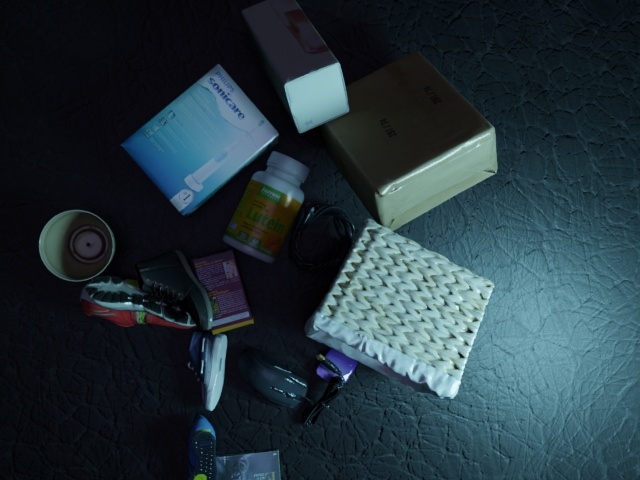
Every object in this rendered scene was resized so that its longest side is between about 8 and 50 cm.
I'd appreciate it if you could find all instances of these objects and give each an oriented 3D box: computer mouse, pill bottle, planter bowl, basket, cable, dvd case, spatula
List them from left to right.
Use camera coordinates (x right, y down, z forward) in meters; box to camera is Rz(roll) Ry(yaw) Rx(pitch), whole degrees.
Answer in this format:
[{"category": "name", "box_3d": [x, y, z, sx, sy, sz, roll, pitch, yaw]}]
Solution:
[{"category": "planter bowl", "box_3d": [-0.555, 0.011, 1.364, 0.162, 0.109, 0.162, 0, 90, -6]}, {"category": "dvd case", "box_3d": [-0.179, 0.642, 1.462, 0.165, 0.018, 0.221, -4, 92, -6]}, {"category": "pill bottle", "box_3d": [-0.123, -0.081, 1.394, 0.136, 0.136, 0.245, 26, 88, -6]}, {"category": "computer mouse", "box_3d": [-0.069, 0.336, 1.425, 0.262, 0.060, 0.184, 39, 104, -6]}, {"category": "cable", "box_3d": [0.000, 0.000, 1.438, 0.151, 0.047, 0.184, 18, 78, 10]}, {"category": "spatula", "box_3d": [0.107, 0.236, 1.478, 0.084, 0.030, 0.296, 39, 87, -6]}, {"category": "basket", "box_3d": [0.167, 0.163, 1.308, 0.331, 0.328, 0.266, 28, 78, 3]}]

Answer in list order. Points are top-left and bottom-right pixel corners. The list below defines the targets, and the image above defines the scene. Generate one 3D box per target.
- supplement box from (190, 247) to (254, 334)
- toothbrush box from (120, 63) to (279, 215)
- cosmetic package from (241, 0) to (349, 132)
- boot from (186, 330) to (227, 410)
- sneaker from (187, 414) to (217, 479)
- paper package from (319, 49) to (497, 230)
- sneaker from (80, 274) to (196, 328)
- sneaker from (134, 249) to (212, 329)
[{"category": "supplement box", "box_3d": [-0.235, 0.120, 1.414, 0.104, 0.081, 0.188, -15, 93, -5]}, {"category": "toothbrush box", "box_3d": [-0.277, -0.230, 1.380, 0.295, 0.126, 0.216, -42, 94, -3]}, {"category": "cosmetic package", "box_3d": [-0.059, -0.406, 1.316, 0.129, 0.153, 0.296, -24, 57, -4]}, {"category": "boot", "box_3d": [-0.285, 0.315, 1.429, 0.086, 0.069, 0.189, 9, 91, 12]}, {"category": "sneaker", "box_3d": [-0.292, 0.528, 1.432, 0.069, 0.082, 0.209, -1, 110, -20]}, {"category": "paper package", "box_3d": [0.189, -0.229, 1.334, 0.310, 0.168, 0.324, -28, 55, -6]}, {"category": "sneaker", "box_3d": [-0.428, 0.160, 1.394, 0.279, 0.107, 0.118, 18, 132, -21]}, {"category": "sneaker", "box_3d": [-0.340, 0.128, 1.345, 0.118, 0.083, 0.222, -18, 59, -34]}]
